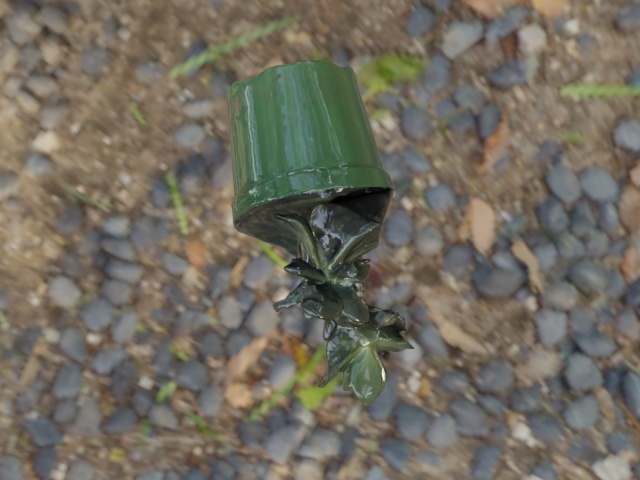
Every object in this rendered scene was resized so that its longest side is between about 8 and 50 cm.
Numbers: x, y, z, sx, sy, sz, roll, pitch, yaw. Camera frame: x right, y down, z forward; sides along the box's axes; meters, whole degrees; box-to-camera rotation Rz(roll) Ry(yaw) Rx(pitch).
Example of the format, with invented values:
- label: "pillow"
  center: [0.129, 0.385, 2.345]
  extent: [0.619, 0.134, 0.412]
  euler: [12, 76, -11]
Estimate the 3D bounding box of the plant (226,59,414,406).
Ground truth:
- label: "plant"
  center: [0.000, 0.000, 0.528]
  extent: [0.051, 0.051, 0.102]
  euler: [-16, 77, 15]
